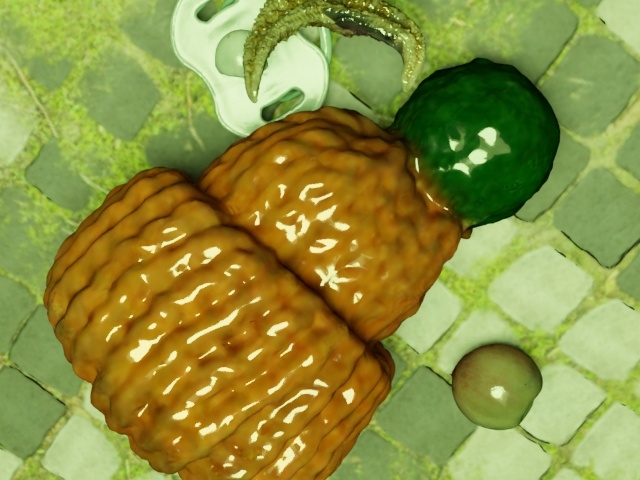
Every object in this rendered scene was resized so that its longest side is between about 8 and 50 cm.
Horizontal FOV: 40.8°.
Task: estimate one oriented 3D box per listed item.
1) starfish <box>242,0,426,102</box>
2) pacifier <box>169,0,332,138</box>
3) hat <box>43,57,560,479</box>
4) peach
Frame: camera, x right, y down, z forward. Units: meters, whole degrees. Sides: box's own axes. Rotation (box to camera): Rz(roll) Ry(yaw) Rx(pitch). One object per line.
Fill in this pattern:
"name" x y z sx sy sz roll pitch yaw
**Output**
"starfish" -0.005 -0.192 0.661 0.213 0.057 0.238 33 67 9
"pacifier" -0.052 -0.152 0.692 0.126 0.116 0.150 -26 101 5
"hat" 0.000 0.000 0.661 0.285 0.285 0.400 44 101 -9
"peach" 0.159 0.131 0.780 0.083 0.083 0.083 1 106 4
